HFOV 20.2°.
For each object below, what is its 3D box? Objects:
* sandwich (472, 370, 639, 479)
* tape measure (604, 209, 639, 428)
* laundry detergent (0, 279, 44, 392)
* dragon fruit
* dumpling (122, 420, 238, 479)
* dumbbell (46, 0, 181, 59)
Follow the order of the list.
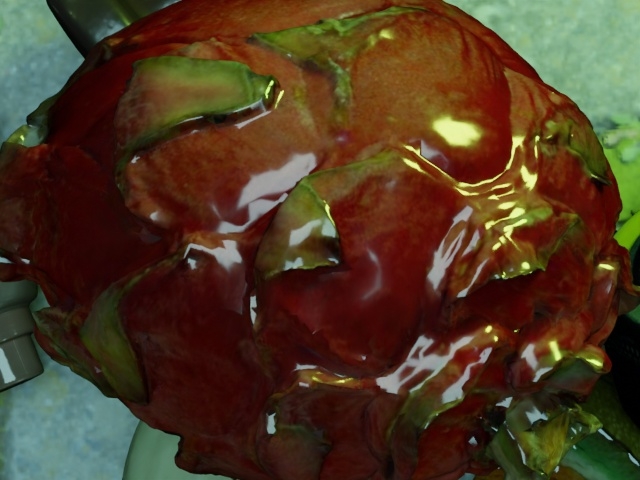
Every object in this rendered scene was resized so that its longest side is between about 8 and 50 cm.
[{"bbox_3d":[0.153,0.159,1.059,0.185,0.109,0.160,40,110,4],"label":"sandwich"},{"bbox_3d":[0.239,0.039,0.998,0.186,0.199,0.112,-35,126,-24],"label":"tape measure"},{"bbox_3d":[-0.271,-0.004,1.117,0.171,0.076,0.237,-22,87,5],"label":"laundry detergent"},{"bbox_3d":[0.000,0.000,0.932,0.342,0.277,0.277,32,90,13],"label":"dragon fruit"},{"bbox_3d":[-0.036,0.159,1.058,0.162,0.132,0.250,1,71,14],"label":"dumpling"},{"bbox_3d":[-0.046,-0.169,1.072,0.225,0.140,0.124,-41,95,2],"label":"dumbbell"}]
